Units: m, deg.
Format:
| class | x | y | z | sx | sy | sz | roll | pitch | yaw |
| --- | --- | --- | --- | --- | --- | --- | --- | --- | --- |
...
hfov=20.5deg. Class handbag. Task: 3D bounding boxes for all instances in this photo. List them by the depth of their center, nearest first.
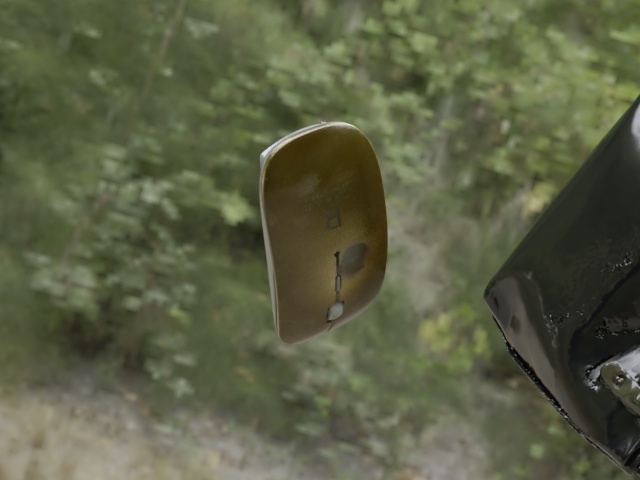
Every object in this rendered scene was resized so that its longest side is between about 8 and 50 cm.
| class | x | y | z | sx | sy | sz | roll | pitch | yaw |
| --- | --- | --- | --- | --- | --- | --- | --- | --- | --- |
| handbag | 0.298 | 0.028 | 1.479 | 0.152 | 0.342 | 0.288 | 27 | 23 | -21 |

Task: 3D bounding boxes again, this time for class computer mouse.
| class | x | y | z | sx | sy | sz | roll | pitch | yaw |
| --- | --- | --- | --- | --- | --- | --- | --- | --- | --- |
| computer mouse | 0.001 | 0.001 | 1.361 | 0.102 | 0.199 | 0.045 | -22 | 40 | -22 |
